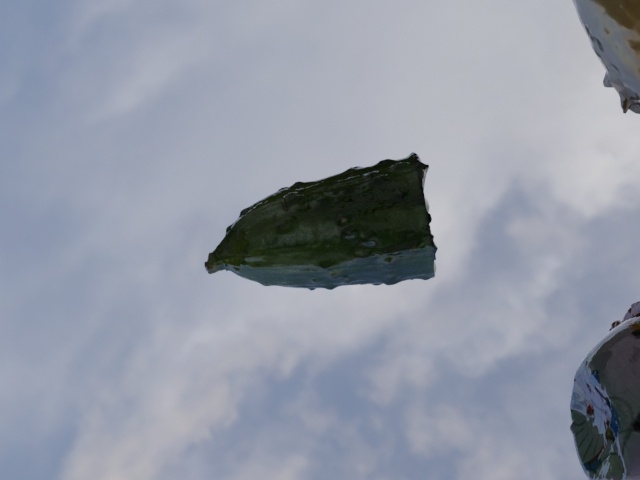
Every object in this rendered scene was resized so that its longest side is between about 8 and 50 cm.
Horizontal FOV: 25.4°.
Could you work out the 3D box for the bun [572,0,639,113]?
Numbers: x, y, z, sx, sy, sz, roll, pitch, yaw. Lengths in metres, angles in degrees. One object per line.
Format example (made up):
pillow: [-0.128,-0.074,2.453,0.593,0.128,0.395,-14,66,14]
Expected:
bun: [0.250,-0.159,0.614,0.299,0.165,0.299,0,-94,3]

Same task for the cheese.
cheese: [0.314,0.174,1.241,0.129,0.217,0.329,-4,-154,-9]

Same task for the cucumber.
cucumber: [-0.001,-0.003,1.447,0.244,0.134,0.134,-12,-131,1]
